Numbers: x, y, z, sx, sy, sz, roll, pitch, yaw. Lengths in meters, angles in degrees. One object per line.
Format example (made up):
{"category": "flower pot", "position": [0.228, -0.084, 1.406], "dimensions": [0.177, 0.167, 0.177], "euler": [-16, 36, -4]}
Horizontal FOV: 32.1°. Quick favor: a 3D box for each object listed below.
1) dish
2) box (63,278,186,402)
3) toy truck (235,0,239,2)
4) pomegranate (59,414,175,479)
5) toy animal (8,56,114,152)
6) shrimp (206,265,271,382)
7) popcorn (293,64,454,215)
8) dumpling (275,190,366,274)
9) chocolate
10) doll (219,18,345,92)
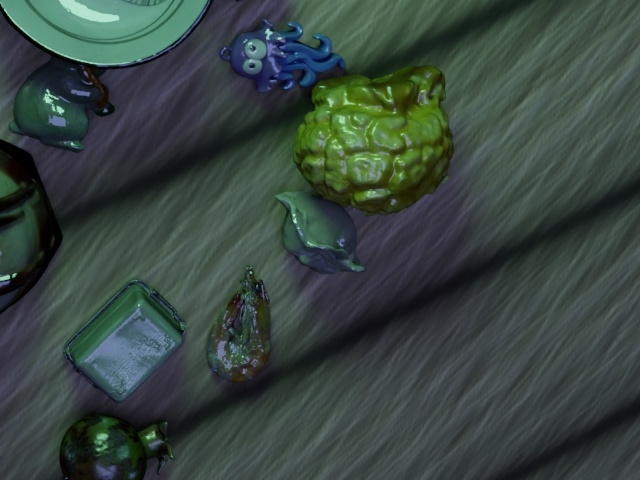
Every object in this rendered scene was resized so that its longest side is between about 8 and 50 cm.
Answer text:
{"category": "dish", "position": [-0.287, -0.384, 1.487], "dimensions": [0.316, 0.106, 0.316], "euler": [-1, 98, -4]}
{"category": "box", "position": [-0.289, 0.157, 1.666], "dimensions": [0.172, 0.093, 0.124], "euler": [-46, 109, -2]}
{"category": "toy truck", "position": [-0.140, -0.442, 1.571], "dimensions": [0.114, 0.098, 0.227], "euler": [-44, 113, -29]}
{"category": "pomegranate", "position": [-0.307, 0.331, 1.677], "dimensions": [0.169, 0.148, 0.148], "euler": [2, 102, -14]}
{"category": "toy animal", "position": [-0.349, -0.240, 1.555], "dimensions": [0.138, 0.108, 0.236], "euler": [10, 99, -17]}
{"category": "shrimp", "position": [-0.122, 0.133, 1.736], "dimensions": [0.101, 0.042, 0.190], "euler": [7, 101, -9]}
{"category": "popcorn", "position": [0.089, -0.159, 1.652], "dimensions": [0.237, 0.206, 0.251], "euler": [25, 83, -5]}
{"category": "dumpling", "position": [0.000, 0.000, 1.693], "dimensions": [0.108, 0.127, 0.188], "euler": [-40, 114, 15]}
{"category": "chocolate", "position": [-0.497, 0.001, 1.526], "dimensions": [0.283, 0.186, 0.283], "euler": [-3, 103, -15]}
{"category": "doll", "position": [-0.054, -0.274, 1.654], "dimensions": [0.206, 0.067, 0.110], "euler": [-3, 112, -25]}
